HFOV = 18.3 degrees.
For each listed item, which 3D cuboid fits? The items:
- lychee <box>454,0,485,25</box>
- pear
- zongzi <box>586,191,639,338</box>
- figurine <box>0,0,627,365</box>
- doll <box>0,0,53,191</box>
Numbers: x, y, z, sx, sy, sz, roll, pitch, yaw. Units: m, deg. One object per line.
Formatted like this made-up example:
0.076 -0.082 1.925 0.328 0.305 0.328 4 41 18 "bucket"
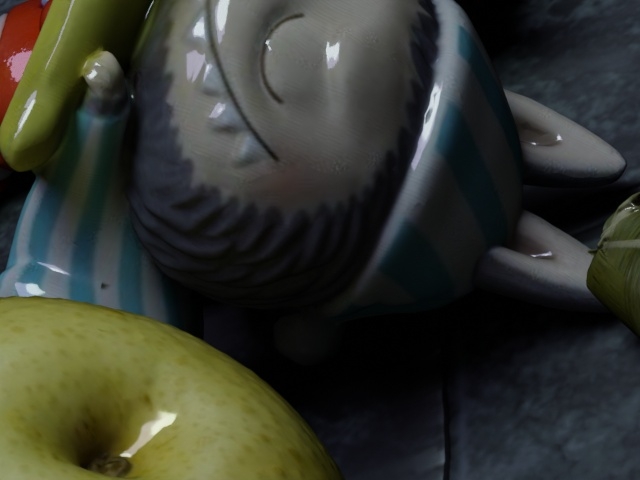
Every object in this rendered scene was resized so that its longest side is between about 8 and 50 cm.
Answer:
0.017 -0.222 1.424 0.300 0.264 0.264 11 58 41 "lychee"
-0.146 0.198 1.042 0.348 0.348 0.348 -22 39 19 "pear"
0.241 -0.020 1.101 0.204 0.094 0.205 -61 22 12 "zongzi"
0.000 0.000 1.206 0.266 0.377 0.361 -40 -31 -74 "figurine"
-0.221 -0.132 1.620 0.290 0.130 0.161 -39 21 23 "doll"
